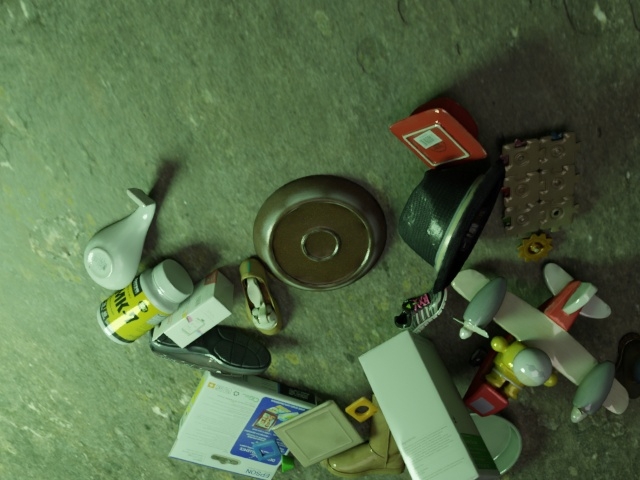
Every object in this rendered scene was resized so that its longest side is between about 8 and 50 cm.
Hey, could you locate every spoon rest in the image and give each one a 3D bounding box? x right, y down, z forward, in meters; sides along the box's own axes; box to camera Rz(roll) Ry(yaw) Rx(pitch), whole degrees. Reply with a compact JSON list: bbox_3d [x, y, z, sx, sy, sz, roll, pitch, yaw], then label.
[{"bbox_3d":[-0.435,-0.003,1.552,0.137,0.084,0.276,42,119,8],"label":"spoon rest"}]

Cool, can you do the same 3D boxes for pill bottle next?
[{"bbox_3d":[-0.402,0.139,1.621,0.208,0.119,0.119,-36,117,16],"label":"pill bottle"}]

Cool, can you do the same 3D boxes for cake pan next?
[{"bbox_3d":[0.414,0.573,1.971,0.293,0.054,0.293,-2,121,-3],"label":"cake pan"}]

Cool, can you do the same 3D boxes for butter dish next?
[{"bbox_3d":[0.254,-0.237,1.444,0.160,0.118,0.160,37,153,-26],"label":"butter dish"}]

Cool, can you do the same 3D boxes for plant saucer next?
[{"bbox_3d":[0.000,0.000,1.605,0.311,0.050,0.310,-1,120,-2],"label":"plant saucer"}]

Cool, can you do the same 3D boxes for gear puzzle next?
[{"bbox_3d":[0.492,-0.092,1.587,0.176,0.044,0.338,-11,124,1],"label":"gear puzzle"}]

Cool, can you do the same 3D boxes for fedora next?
[{"bbox_3d":[0.260,-0.050,1.490,0.153,0.334,0.334,28,120,16],"label":"fedora"}]

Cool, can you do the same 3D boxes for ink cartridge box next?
[{"bbox_3d":[-0.297,0.169,1.648,0.198,0.115,0.067,-34,117,17],"label":"ink cartridge box"},{"bbox_3d":[-0.210,0.491,1.877,0.304,0.072,0.307,21,119,-18],"label":"ink cartridge box"}]

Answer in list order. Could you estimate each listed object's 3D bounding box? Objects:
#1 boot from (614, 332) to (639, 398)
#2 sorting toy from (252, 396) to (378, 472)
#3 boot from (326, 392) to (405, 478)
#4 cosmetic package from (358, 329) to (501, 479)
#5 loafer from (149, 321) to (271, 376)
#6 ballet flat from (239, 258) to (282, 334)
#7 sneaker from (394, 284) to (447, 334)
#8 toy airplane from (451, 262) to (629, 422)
[{"bbox_3d":[0.825,0.357,1.835,0.082,0.106,0.219,-14,121,5],"label":"boot"},{"bbox_3d":[-0.005,0.497,1.836,0.348,0.047,0.196,-27,122,12],"label":"sorting toy"},{"bbox_3d":[0.142,0.514,1.907,0.236,0.089,0.269,-1,120,-10],"label":"boot"},{"bbox_3d":[0.254,0.415,1.664,0.155,0.365,0.197,-33,152,17],"label":"cosmetic package"},{"bbox_3d":[-0.273,0.273,1.734,0.303,0.109,0.095,15,138,-6],"label":"loafer"},{"bbox_3d":[-0.147,0.152,1.671,0.080,0.073,0.232,-14,121,5],"label":"ballet flat"},{"bbox_3d":[0.239,0.164,1.708,0.075,0.063,0.170,22,122,-23],"label":"sneaker"},{"bbox_3d":[0.513,0.245,1.650,0.386,0.272,0.384,-4,102,15],"label":"toy airplane"}]
